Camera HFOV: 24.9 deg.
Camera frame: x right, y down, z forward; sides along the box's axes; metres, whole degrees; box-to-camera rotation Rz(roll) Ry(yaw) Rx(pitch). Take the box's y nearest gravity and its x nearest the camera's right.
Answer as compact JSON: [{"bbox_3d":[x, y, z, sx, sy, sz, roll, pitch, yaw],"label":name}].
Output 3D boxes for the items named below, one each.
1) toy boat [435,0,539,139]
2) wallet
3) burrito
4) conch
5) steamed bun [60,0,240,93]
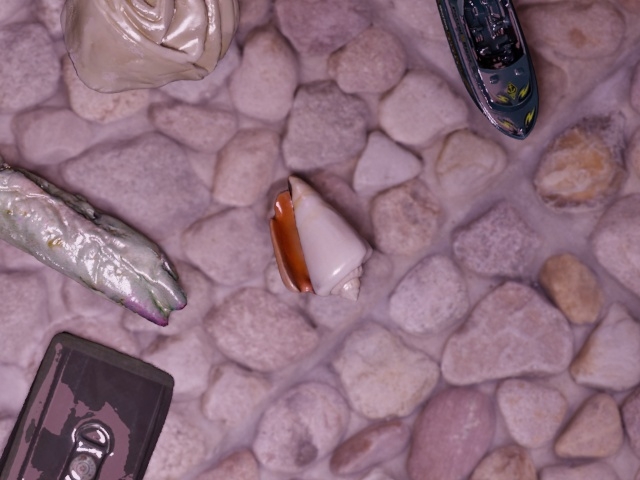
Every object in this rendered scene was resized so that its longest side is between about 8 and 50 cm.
[{"bbox_3d":[0.217,-0.243,1.837,0.093,0.103,0.246,-17,87,-13],"label":"toy boat"},{"bbox_3d":[-0.282,0.243,1.699,0.168,0.052,0.245,22,75,-9],"label":"wallet"},{"bbox_3d":[-0.292,-0.003,1.726,0.309,0.066,0.096,31,82,-3],"label":"burrito"},{"bbox_3d":[-0.007,0.003,1.762,0.176,0.104,0.094,52,37,5],"label":"conch"},{"bbox_3d":[-0.205,-0.296,1.748,0.218,0.144,0.211,-5,81,-11],"label":"steamed bun"}]
